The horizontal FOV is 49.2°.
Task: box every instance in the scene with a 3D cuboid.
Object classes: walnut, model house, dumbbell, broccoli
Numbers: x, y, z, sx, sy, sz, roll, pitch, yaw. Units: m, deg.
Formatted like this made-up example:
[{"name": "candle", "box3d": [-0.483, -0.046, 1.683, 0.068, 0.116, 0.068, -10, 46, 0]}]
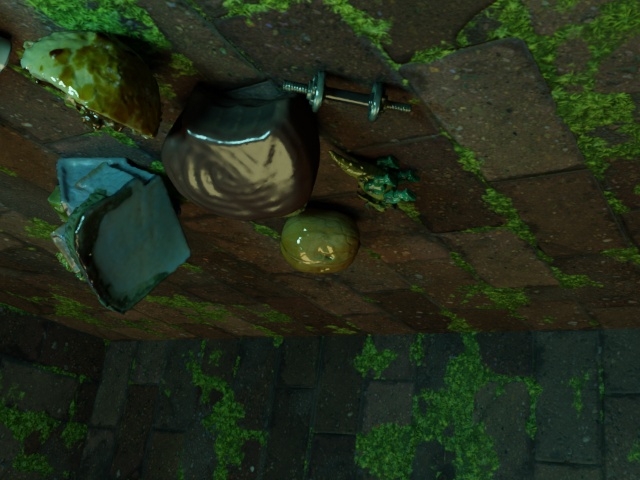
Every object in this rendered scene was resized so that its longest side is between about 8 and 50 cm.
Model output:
[{"name": "walnut", "box3d": [0.000, 0.000, 1.948, 0.225, 0.193, 0.193, -2, 158, 0]}, {"name": "model house", "box3d": [-0.592, -0.054, 1.855, 0.339, 0.297, 0.360, 28, 149, 31]}, {"name": "dumbbell", "box3d": [0.052, -0.278, 1.352, 0.253, 0.082, 0.082, 10, 158, -4]}, {"name": "broccoli", "box3d": [-0.712, -0.027, 2.144, 0.252, 0.221, 0.361, 44, 157, 5]}]

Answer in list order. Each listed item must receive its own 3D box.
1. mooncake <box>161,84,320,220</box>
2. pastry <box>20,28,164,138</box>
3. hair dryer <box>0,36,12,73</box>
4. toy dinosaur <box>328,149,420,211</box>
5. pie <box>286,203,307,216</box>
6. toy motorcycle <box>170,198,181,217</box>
[{"name": "mooncake", "box3d": [-0.157, -0.184, 1.480, 0.325, 0.174, 0.334, 28, 139, -14]}, {"name": "pastry", "box3d": [-0.408, -0.306, 1.317, 0.236, 0.170, 0.256, 23, 171, 37]}, {"name": "hair dryer", "box3d": [-0.730, -0.354, 1.404, 0.131, 0.073, 0.236, 20, 148, -39]}, {"name": "toy dinosaur", "box3d": [0.126, -0.149, 1.656, 0.153, 0.094, 0.259, -14, 141, 36]}, {"name": "pie", "box3d": [-0.164, -0.108, 1.800, 0.247, 0.090, 0.201, 10, 180, 14]}, {"name": "toy motorcycle", "box3d": [-0.477, -0.088, 2.040, 0.205, 0.076, 0.114, -11, 159, 41]}]
